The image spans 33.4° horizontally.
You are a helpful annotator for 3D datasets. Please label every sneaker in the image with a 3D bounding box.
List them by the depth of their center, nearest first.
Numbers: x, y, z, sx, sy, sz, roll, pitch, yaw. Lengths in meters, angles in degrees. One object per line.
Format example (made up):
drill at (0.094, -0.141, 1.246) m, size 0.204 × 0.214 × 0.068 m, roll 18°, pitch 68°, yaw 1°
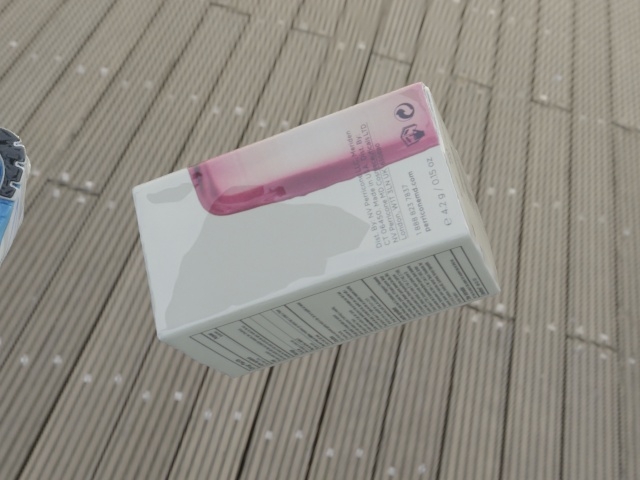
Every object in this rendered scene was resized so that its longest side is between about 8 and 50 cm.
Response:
sneaker at (-0.283, 0.004, 0.885) m, size 0.071 × 0.083 × 0.190 m, roll 23°, pitch 84°, yaw 3°

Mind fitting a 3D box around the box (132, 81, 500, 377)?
box at (0.000, 0.000, 0.801) m, size 0.232 × 0.148 × 0.126 m, roll -18°, pitch 67°, yaw 11°
